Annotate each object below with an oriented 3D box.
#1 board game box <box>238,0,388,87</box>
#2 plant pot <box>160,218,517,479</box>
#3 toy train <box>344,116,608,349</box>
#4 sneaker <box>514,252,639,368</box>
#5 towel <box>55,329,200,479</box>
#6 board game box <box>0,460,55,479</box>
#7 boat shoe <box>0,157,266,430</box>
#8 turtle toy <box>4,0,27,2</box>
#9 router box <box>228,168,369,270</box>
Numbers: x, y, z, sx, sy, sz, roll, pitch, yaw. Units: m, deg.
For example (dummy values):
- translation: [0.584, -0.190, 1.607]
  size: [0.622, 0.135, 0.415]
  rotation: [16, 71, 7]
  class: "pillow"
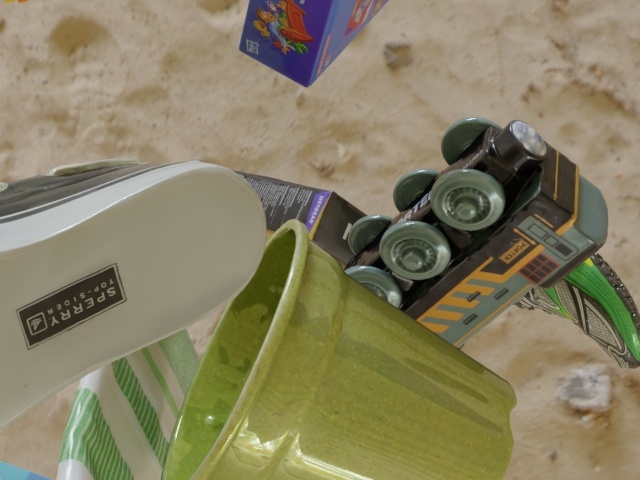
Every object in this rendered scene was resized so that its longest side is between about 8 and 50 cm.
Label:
- translation: [0.048, -0.331, 0.990]
  size: [0.078, 0.347, 0.233]
  rotation: [30, 49, 9]
  class: "board game box"
- translation: [0.027, 0.158, 1.054]
  size: [0.254, 0.276, 0.276]
  rotation: [27, 70, -11]
  class: "plant pot"
- translation: [0.156, 0.011, 1.276]
  size: [0.190, 0.334, 0.142]
  rotation: [34, 38, -13]
  class: "toy train"
- translation: [0.353, 0.064, 1.723]
  size: [0.146, 0.134, 0.343]
  rotation: [-43, 92, 16]
  class: "sneaker"
- translation: [-0.158, 0.194, 1.076]
  size: [0.038, 0.247, 0.324]
  rotation: [-10, 35, 14]
  class: "towel"
- translation: [-0.385, 0.436, 1.551]
  size: [0.254, 0.336, 0.079]
  rotation: [22, 45, -10]
  class: "board game box"
- translation: [-0.123, 0.022, 0.403]
  size: [0.219, 0.070, 0.077]
  rotation: [-20, 114, -37]
  class: "boat shoe"
- translation: [-0.492, -0.450, 1.927]
  size: [0.066, 0.095, 0.130]
  rotation: [30, 74, 18]
  class: "turtle toy"
- translation: [0.000, 0.000, 1.750]
  size: [0.309, 0.243, 0.081]
  rotation: [33, 76, -47]
  class: "router box"
